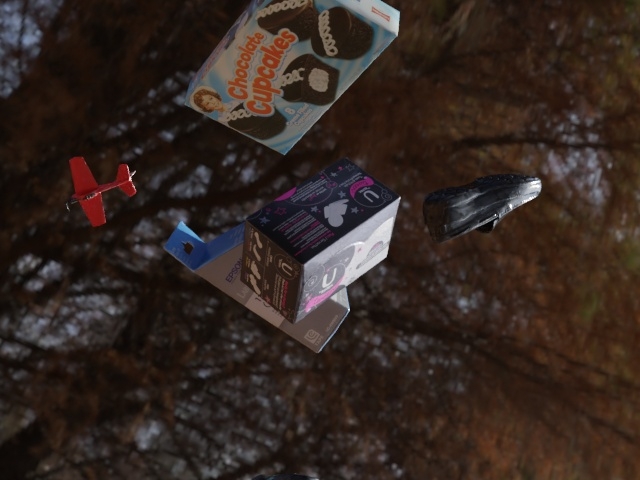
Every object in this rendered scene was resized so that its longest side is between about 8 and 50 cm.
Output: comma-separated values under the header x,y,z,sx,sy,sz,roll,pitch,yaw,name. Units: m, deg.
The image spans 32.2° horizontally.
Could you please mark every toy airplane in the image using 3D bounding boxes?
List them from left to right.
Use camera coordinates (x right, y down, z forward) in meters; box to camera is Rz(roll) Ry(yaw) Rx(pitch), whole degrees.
x,y,z,sx,sy,sz,roll,pitch,yaw,name
-0.410,-0.095,2.072,0.151,0.151,0.028,47,-5,-37,toy airplane

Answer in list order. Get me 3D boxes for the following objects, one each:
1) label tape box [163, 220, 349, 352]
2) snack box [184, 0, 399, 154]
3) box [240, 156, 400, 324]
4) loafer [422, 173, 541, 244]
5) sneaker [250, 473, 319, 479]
x,y,z,sx,sy,sz,roll,pitch,yaw,name
-0.116,0.049,2.129,0.348,0.115,0.249,36,9,-7,label tape box
-0.049,-0.270,1.655,0.187,0.060,0.322,26,-41,-20,snack box
0.000,0.000,1.916,0.142,0.247,0.163,39,-37,26,box
0.243,-0.050,1.659,0.076,0.223,0.078,14,-65,52,loafer
0.014,0.370,1.226,0.106,0.101,0.267,-30,-81,39,sneaker
